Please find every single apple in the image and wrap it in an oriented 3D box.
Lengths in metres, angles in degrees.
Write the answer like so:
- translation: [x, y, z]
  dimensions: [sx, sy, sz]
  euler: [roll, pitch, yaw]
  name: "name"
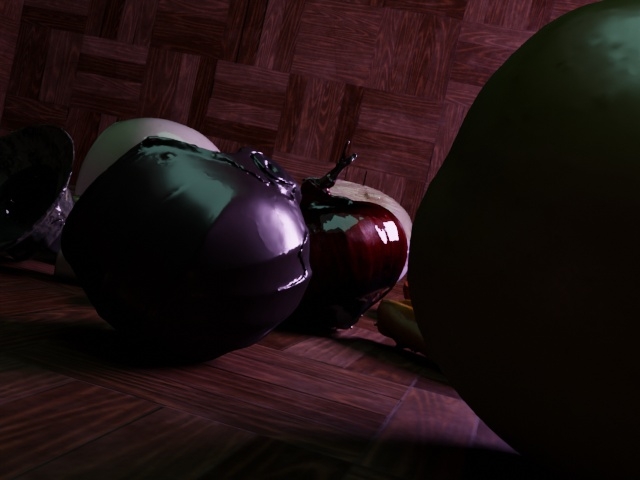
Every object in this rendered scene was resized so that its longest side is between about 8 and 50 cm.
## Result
- translation: [0.316, 0.021, 0.697]
  dimensions: [0.473, 0.473, 0.473]
  euler: [12, 3, -1]
  name: "apple"

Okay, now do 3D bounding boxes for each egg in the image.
- translation: [-0.340, -0.115, 1.701]
  dimensions: [0.345, 0.283, 0.283]
  euler: [10, 2, 17]
  name: "egg"

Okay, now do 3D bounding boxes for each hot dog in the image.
- translation: [0.176, 0.142, 1.138]
  dimensions: [0.109, 0.072, 0.269]
  euler: [12, 4, -43]
  name: "hot dog"

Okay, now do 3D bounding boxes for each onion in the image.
- translation: [0.000, 0.000, 1.241]
  dimensions: [0.273, 0.285, 0.273]
  euler: [-10, 2, 0]
  name: "onion"

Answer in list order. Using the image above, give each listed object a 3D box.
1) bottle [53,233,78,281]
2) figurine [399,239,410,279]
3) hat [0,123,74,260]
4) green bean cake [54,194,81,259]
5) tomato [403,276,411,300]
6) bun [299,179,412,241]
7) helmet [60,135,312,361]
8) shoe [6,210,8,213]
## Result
- translation: [-0.279, 0.038, 1.173]
  dimensions: [0.201, 0.072, 0.072]
  euler: [12, 4, -15]
  name: "bottle"
- translation: [0.092, 0.050, 1.652]
  dimensions: [0.133, 0.200, 0.276]
  euler: [29, -24, -9]
  name: "figurine"
- translation: [-0.438, -0.042, 1.204]
  dimensions: [0.265, 0.265, 0.128]
  euler: [15, -27, 35]
  name: "hat"
- translation: [-0.318, -0.007, 1.383]
  dimensions: [0.248, 0.125, 0.222]
  euler: [9, 5, -3]
  name: "green bean cake"
- translation: [0.234, 0.125, 1.511]
  dimensions: [0.166, 0.082, 0.174]
  euler: [9, 7, 5]
  name: "tomato"
- translation: [0.054, -0.013, 2.015]
  dimensions: [0.326, 0.234, 0.362]
  euler: [3, 23, -30]
  name: "bun"
- translation: [-0.112, 0.028, 0.862]
  dimensions: [0.305, 0.225, 0.177]
  euler: [8, 34, -41]
  name: "helmet"
- translation: [-0.690, -0.119, 1.570]
  dimensions: [0.316, 0.159, 0.124]
  euler: [19, 7, 36]
  name: "shoe"
